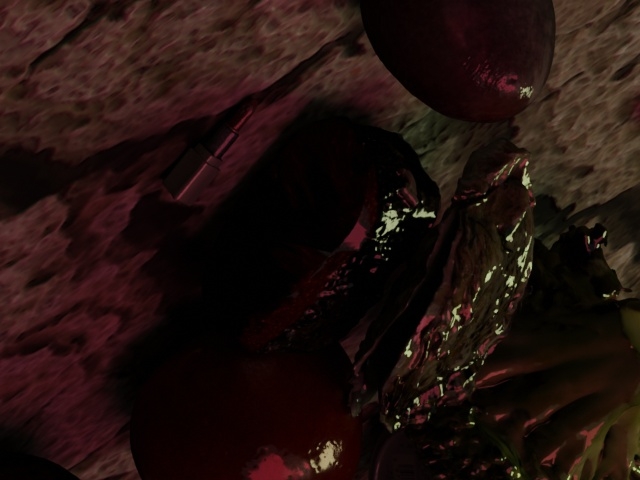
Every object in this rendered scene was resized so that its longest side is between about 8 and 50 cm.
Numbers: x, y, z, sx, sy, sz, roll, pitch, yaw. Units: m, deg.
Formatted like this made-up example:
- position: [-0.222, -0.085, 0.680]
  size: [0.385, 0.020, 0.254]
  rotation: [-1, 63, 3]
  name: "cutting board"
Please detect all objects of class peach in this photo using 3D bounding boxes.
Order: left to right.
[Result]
- position: [-0.062, 0.178, 1.665]
  size: [0.243, 0.199, 0.243]
  rotation: [-29, 141, -27]
  name: "peach"

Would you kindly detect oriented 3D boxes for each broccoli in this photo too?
- position: [0.232, 0.151, 1.801]
  size: [0.272, 0.334, 0.324]
  rotation: [-17, 163, 18]
  name: "broccoli"

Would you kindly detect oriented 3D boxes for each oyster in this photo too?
- position: [0.112, 0.049, 1.606]
  size: [0.268, 0.112, 0.198]
  rotation: [-52, 156, -16]
  name: "oyster"

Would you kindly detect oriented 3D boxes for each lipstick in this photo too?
- position: [-0.088, -0.078, 1.466]
  size: [0.107, 0.025, 0.025]
  rotation: [-50, 147, 9]
  name: "lipstick"

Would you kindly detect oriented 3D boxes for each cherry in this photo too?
- position: [0.116, -0.174, 1.411]
  size: [0.140, 0.176, 0.176]
  rotation: [-27, 159, 37]
  name: "cherry"

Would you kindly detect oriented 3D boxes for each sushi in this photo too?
- position: [0.000, 0.000, 1.550]
  size: [0.225, 0.136, 0.126]
  rotation: [-49, 146, 19]
  name: "sushi"

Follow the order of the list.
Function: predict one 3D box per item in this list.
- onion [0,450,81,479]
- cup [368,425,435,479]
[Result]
- position: [-0.290, 0.319, 1.615]
  size: [0.281, 0.221, 0.281]
  rotation: [-3, 152, -1]
  name: "onion"
- position: [0.247, 0.298, 1.989]
  size: [0.274, 0.356, 0.259]
  rotation: [-7, 114, -37]
  name: "cup"
